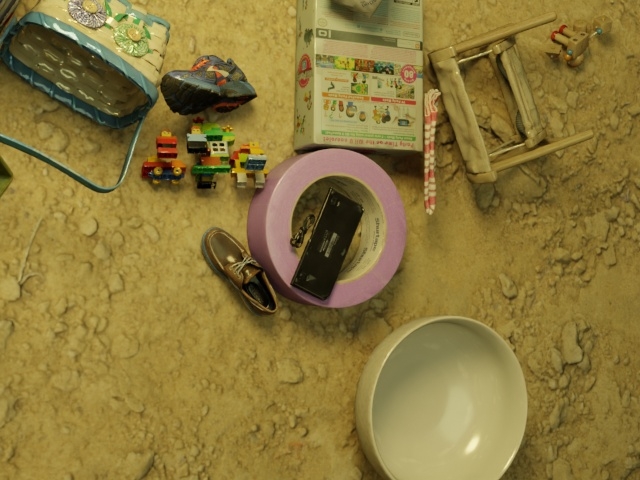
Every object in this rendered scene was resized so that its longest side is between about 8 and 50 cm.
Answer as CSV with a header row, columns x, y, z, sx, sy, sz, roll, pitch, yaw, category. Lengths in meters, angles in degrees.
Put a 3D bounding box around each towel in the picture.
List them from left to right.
x,y,z,sx,sy,sz,roll,pitch,yaw,category
0.200,-0.160,1.729,0.029,0.144,0.197,1,115,6,towel

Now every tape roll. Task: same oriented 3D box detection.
x,y,z,sx,sy,sz,roll,pitch,yaw,category
0.013,-0.020,1.689,0.274,0.090,0.275,0,90,-26,tape roll

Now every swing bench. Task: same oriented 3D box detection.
x,y,z,sx,sy,sz,roll,pitch,yaw,category
0.338,-0.266,1.818,0.254,0.165,0.253,-22,100,-20,swing bench

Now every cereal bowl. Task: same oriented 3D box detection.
x,y,z,sx,sy,sz,roll,pitch,yaw,category
0.202,0.300,1.751,0.338,0.141,0.339,1,89,-26,cereal bowl

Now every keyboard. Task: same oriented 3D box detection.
x,y,z,sx,sy,sz,roll,pitch,yaw,category
0.000,0.000,1.622,0.108,0.023,0.180,29,76,-30,keyboard

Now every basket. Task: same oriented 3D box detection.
x,y,z,sx,sy,sz,roll,pitch,yaw,category
-0.370,-0.243,1.437,0.254,0.201,0.289,28,69,-23,basket

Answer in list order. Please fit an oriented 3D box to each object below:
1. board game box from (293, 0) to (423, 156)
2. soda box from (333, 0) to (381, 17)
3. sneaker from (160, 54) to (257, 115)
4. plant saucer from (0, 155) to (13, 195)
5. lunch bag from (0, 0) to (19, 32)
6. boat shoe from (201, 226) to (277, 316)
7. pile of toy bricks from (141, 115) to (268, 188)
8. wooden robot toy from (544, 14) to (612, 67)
x,y,z,sx,sy,sz,roll,pitch,yaw,category
0.069,-0.310,1.717,0.223,0.097,0.304,2,88,-26,board game box
0.084,-0.522,1.654,0.091,0.098,0.286,21,53,-14,soda box
-0.192,-0.258,1.565,0.087,0.083,0.221,65,25,6,sneaker
-0.535,-0.063,1.380,0.045,0.188,0.188,29,73,7,plant saucer
-0.496,-0.440,1.310,0.238,0.328,0.386,-1,89,-23,lunch bag
-0.128,0.050,1.629,0.066,0.066,0.183,-46,108,-20,boat shoe
-0.188,-0.158,1.593,0.212,0.118,0.105,0,57,-18,pile of toy bricks
0.521,-0.396,1.974,0.173,0.076,0.079,-35,140,-23,wooden robot toy
